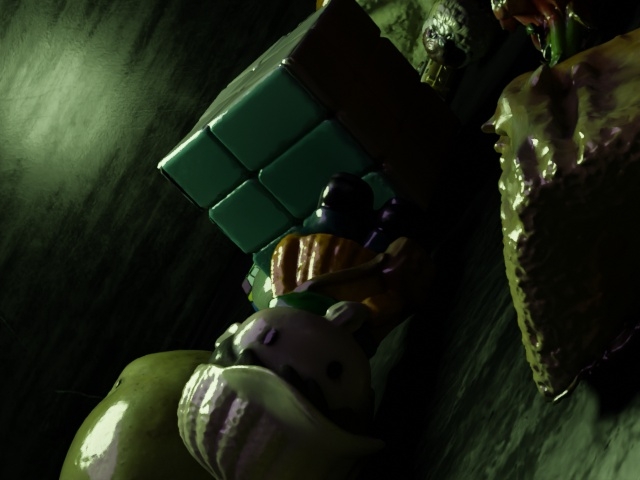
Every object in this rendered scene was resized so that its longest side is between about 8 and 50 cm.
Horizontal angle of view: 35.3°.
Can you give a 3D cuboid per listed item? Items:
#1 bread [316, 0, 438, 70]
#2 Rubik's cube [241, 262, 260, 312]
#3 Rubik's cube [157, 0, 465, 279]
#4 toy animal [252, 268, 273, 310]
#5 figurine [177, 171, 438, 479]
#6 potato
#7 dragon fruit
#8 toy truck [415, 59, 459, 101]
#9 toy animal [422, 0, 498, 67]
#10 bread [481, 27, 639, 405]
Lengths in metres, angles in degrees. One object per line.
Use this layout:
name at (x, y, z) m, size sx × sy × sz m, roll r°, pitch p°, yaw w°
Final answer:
bread at (0.113, -0.366, 1.506) m, size 0.250 × 0.225 × 0.279 m, roll 107°, pitch -179°, yaw -51°
Rubik's cube at (-0.053, 0.062, 1.516) m, size 0.133 × 0.133 × 0.112 m, roll 137°, pitch 136°, yaw -64°
Rubik's cube at (-0.003, -0.111, 1.164) m, size 0.231 × 0.224 × 0.221 m, roll -34°, pitch 17°, yaw 34°
toy animal at (0.002, 0.002, 1.371) m, size 0.251 × 0.125 × 0.127 m, roll -64°, pitch 28°, yaw 13°
figurine at (-0.005, 0.106, 0.965) m, size 0.332 × 0.185 × 0.204 m, roll -61°, pitch -8°, yaw -46°
potato at (-0.174, 0.273, 1.166) m, size 0.221 × 0.243 × 0.326 m, roll -19°, pitch 43°, yaw 41°
dragon fruit at (0.219, -0.240, 0.917) m, size 0.137 × 0.135 × 0.236 m, roll -57°, pitch 31°, yaw 33°
toy truck at (0.154, -0.213, 1.394) m, size 0.063 × 0.052 × 0.123 m, roll -35°, pitch 25°, yaw 57°
toy animal at (0.181, -0.273, 1.312) m, size 0.098 × 0.098 × 0.137 m, roll -58°, pitch -3°, yaw 22°
bread at (0.159, -0.041, 0.579) m, size 0.251 × 0.133 × 0.174 m, roll -54°, pitch 13°, yaw 37°
